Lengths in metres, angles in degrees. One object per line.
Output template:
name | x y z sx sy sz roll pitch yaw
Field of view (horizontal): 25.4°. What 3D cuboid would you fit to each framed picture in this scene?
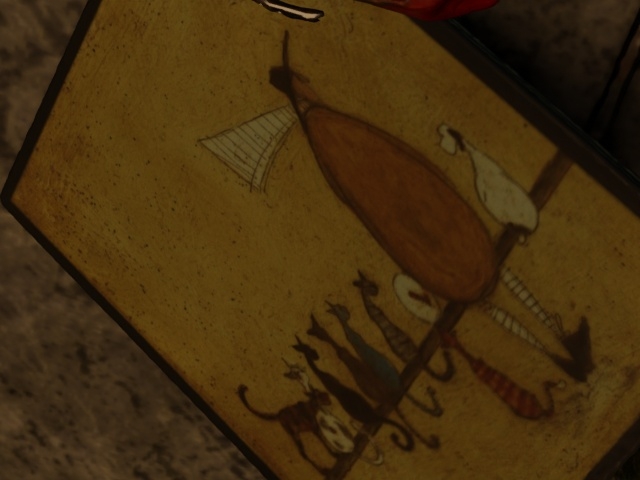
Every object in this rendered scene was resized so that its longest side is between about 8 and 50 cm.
framed picture | 0.000 0.000 0.657 0.338 0.014 0.255 44 125 16

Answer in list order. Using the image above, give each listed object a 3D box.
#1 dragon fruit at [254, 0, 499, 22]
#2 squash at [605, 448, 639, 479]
dragon fruit | 0.014 -0.186 0.510 0.293 0.234 0.234 -16 116 32
squash | 0.198 0.111 0.667 0.193 0.156 0.193 7 162 2
